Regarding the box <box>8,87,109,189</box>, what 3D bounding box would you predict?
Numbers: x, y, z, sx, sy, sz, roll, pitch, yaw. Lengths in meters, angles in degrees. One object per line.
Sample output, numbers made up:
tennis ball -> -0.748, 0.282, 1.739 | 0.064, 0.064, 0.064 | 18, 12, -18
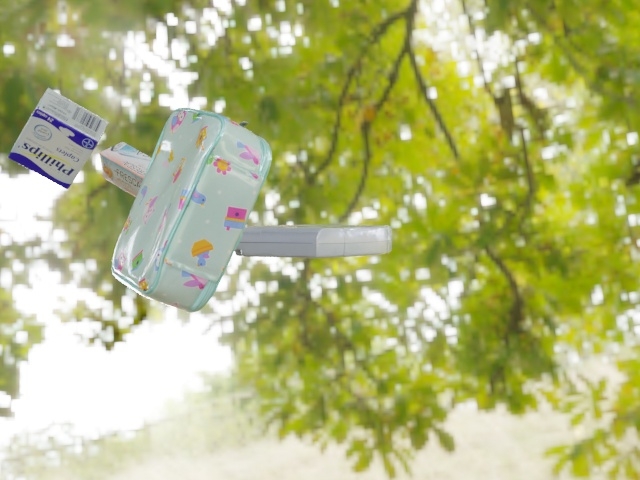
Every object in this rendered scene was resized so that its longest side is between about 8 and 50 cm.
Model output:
box -> -0.471, -0.181, 2.424 | 0.126, 0.072, 0.137 | 29, -52, -13

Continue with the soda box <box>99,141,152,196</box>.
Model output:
soda box -> -0.343, -0.124, 2.580 | 0.063, 0.183, 0.058 | -30, -46, -35

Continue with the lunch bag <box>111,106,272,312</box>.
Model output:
lunch bag -> -0.183, -0.049, 1.886 | 0.108, 0.279, 0.224 | 25, -3, -26

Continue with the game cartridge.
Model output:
game cartridge -> 0.000, 0.000, 2.289 | 0.196, 0.060, 0.294 | 5, 4, 26
